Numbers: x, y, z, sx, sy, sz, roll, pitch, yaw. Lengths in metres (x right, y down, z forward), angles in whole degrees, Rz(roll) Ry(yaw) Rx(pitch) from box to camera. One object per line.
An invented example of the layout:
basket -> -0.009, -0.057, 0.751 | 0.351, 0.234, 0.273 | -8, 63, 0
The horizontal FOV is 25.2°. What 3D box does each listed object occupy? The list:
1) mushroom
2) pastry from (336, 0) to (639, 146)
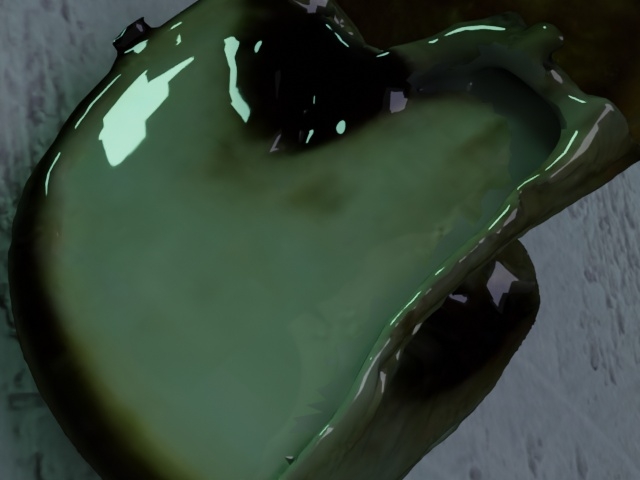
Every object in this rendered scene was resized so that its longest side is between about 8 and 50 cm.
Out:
mushroom -> -0.009, 0.000, 0.718 | 0.292, 0.217, 0.212 | -50, 155, -5
pastry -> 0.104, -0.176, 0.821 | 0.136, 0.330, 0.329 | -7, 83, -45
